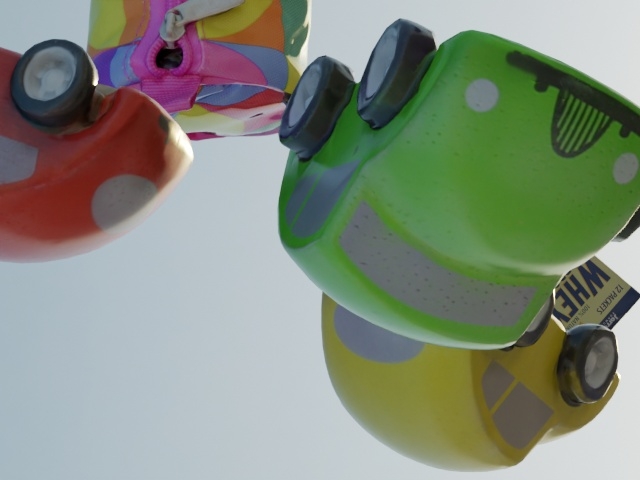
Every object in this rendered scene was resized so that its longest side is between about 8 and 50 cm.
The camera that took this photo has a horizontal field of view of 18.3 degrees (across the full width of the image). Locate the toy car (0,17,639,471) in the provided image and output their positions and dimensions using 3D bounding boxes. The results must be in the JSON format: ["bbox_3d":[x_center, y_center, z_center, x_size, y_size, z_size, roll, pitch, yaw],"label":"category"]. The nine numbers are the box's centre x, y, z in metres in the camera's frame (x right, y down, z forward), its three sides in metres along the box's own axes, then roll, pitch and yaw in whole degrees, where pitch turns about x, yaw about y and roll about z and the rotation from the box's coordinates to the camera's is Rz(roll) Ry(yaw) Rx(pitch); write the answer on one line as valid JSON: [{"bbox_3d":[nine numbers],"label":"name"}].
[{"bbox_3d":[0.000,0.000,0.461,0.239,0.225,0.053,26,-104,-16],"label":"toy car"}]

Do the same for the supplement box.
[{"bbox_3d":[0.159,0.029,1.290,0.056,0.083,0.083,-50,-5,5],"label":"supplement box"}]

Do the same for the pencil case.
[{"bbox_3d":[-0.049,-0.154,0.825,0.104,0.104,0.236,20,-114,-59],"label":"pencil case"}]
